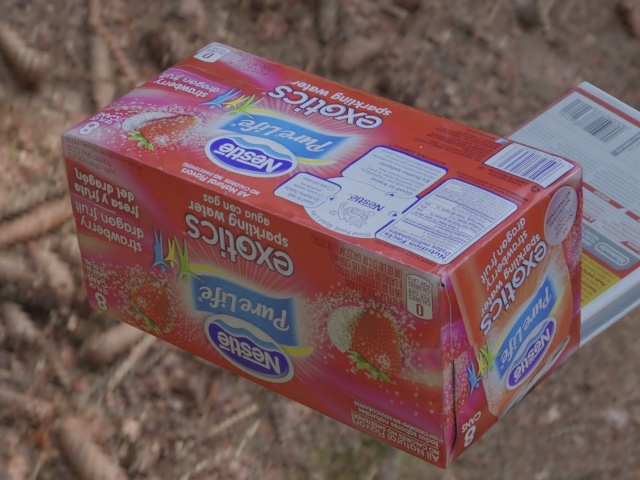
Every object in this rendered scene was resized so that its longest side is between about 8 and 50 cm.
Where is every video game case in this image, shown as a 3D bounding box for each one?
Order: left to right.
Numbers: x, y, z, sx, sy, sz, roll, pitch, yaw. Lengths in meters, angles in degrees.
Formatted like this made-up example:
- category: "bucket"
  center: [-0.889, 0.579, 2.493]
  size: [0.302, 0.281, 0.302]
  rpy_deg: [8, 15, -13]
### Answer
- category: "video game case"
  center: [0.130, 0.009, 1.297]
  size: [0.285, 0.025, 0.204]
  rpy_deg: [-34, 37, -12]

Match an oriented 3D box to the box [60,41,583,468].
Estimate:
- category: "box"
  center: [0.000, 0.000, 1.020]
  size: [0.257, 0.122, 0.128]
  rpy_deg: [21, 41, 33]
